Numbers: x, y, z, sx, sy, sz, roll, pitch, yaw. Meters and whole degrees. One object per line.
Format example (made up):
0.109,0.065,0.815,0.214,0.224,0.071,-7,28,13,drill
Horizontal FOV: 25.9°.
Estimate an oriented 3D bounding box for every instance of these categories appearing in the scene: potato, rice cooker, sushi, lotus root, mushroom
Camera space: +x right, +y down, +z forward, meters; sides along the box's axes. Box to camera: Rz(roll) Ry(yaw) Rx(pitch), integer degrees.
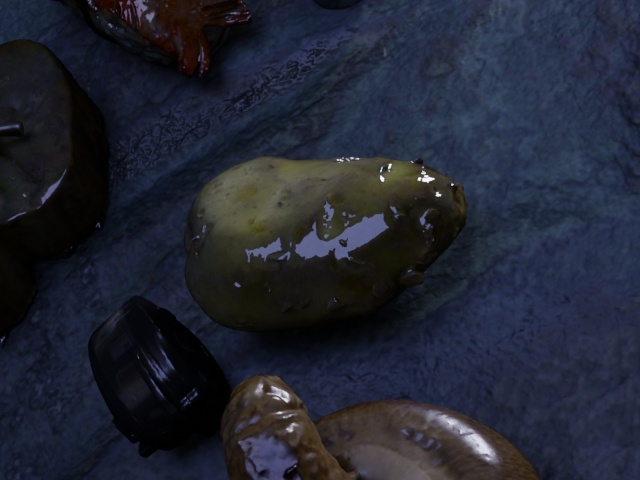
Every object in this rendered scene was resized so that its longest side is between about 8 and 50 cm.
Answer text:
0.000,0.000,1.337,0.296,0.141,0.191,-11,44,25,potato
-0.162,0.131,1.370,0.106,0.112,0.165,-37,51,13,rice cooker
-0.224,-0.291,1.629,0.332,0.130,0.124,31,87,42,sushi
-0.422,-0.058,1.621,0.375,0.111,0.390,22,76,38,lotus root
0.035,0.288,1.132,0.345,0.239,0.345,-11,74,41,mushroom

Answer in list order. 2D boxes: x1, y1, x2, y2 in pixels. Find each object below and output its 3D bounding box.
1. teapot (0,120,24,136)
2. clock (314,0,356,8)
-0.384,-0.122,1.524,0.110,0.085,0.080,7,60,13,teapot
0.023,-0.299,1.558,0.085,0.017,0.085,-13,59,22,clock
